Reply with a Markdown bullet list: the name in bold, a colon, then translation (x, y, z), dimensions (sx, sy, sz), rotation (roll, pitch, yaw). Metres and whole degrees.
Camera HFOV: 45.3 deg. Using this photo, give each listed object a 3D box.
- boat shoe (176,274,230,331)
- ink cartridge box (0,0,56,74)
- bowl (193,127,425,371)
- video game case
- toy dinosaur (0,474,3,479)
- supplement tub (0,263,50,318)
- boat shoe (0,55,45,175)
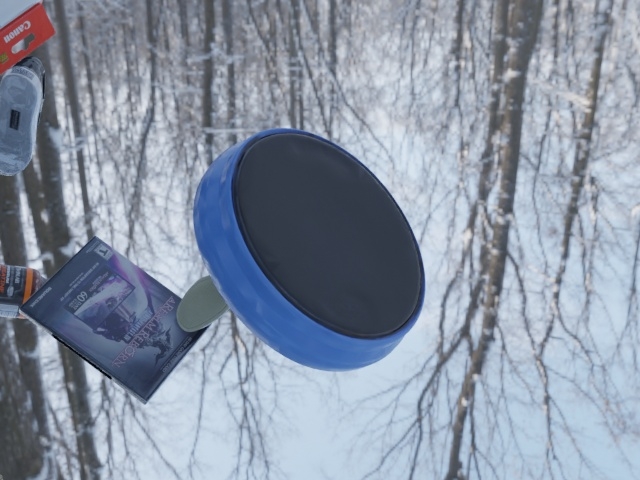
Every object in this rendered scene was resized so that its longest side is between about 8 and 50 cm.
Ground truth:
- **boat shoe**: translation (-0.158, 0.083, 1.353), dimensions (0.084, 0.233, 0.079), rotation (53, -165, 22)
- **ink cartridge box**: translation (-0.516, -0.387, 1.286), dimensions (0.045, 0.179, 0.145), rotation (17, -128, 28)
- **bowl**: translation (0.000, 0.000, 1.138), dimensions (0.391, 0.077, 0.391), rotation (25, -135, -28)
- **video game case**: translation (-0.359, 0.136, 1.365), dimensions (0.274, 0.026, 0.196), rotation (35, -125, 4)
- **toy dinosaur**: translation (-0.660, 0.485, 1.407), dimensions (0.183, 0.092, 0.053), rotation (-32, -145, -14)
- **supplement tub**: translation (-0.629, 0.100, 1.528), dimensions (0.198, 0.106, 0.106), rotation (9, -162, -26)
- **boat shoe**: translation (-0.492, -0.203, 1.243), dimensions (0.080, 0.228, 0.076), rotation (19, -136, -12)
